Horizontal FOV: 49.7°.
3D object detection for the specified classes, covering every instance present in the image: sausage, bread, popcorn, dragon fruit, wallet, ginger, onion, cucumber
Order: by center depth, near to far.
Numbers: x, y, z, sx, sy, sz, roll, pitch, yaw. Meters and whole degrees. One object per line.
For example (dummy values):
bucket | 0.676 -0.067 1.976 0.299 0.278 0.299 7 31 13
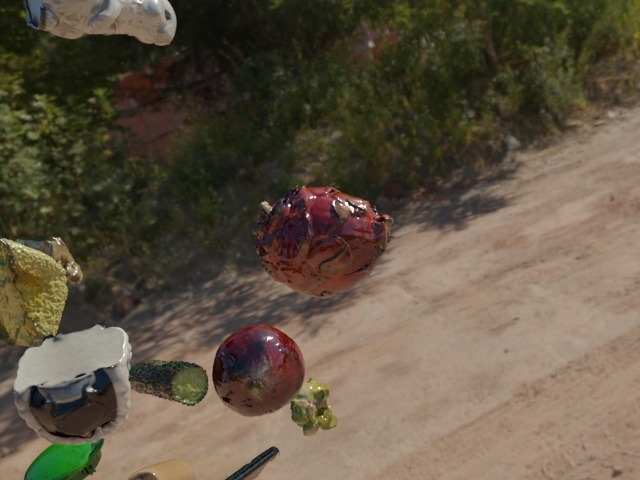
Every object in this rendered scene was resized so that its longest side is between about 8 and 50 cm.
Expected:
onion | -0.086 0.178 0.946 0.131 0.131 0.131 -20 13 5
popcorn | -0.018 0.332 1.379 0.089 0.096 0.109 -21 56 -5
bread | -0.597 0.082 1.394 0.174 0.251 0.133 -2 23 38
wallet | -0.202 0.550 1.542 0.243 0.039 0.132 -21 -29 -51
cucumber | -0.372 0.322 1.614 0.096 0.096 0.359 -29 11 -32
dragon fruit | 0.000 0.000 1.698 0.343 0.277 0.277 17 20 5
ginger | -0.665 0.050 1.706 0.065 0.149 0.258 -41 -6 1
sausage | -0.476 0.718 2.029 0.123 0.123 0.253 -18 -13 12

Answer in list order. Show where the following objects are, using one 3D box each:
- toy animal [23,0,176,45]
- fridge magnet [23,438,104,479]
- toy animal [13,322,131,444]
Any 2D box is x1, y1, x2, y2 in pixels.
toy animal | -0.539 -0.587 1.713 0.358 0.193 0.258 -2 40 -40
fridge magnet | -0.622 0.540 1.690 0.208 0.088 0.208 -23 18 8
toy animal | -0.446 0.268 1.295 0.208 0.155 0.204 -14 36 -6
